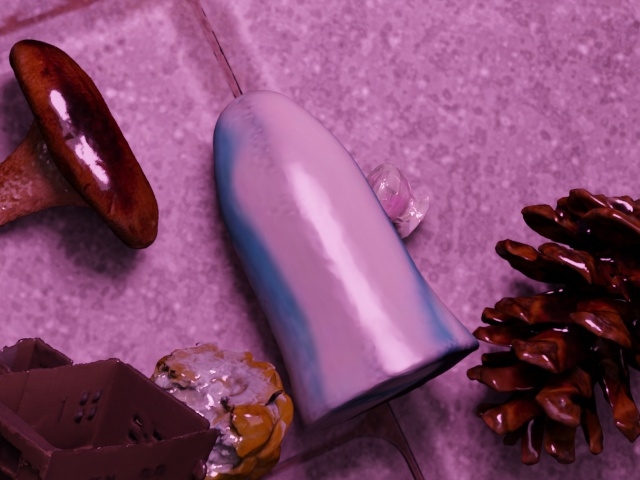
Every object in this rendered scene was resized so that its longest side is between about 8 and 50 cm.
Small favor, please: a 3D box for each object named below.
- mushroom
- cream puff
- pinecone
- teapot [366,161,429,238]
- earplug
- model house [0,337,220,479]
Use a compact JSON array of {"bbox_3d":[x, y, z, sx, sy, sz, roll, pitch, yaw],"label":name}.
[{"bbox_3d":[-0.285,-0.057,1.652,0.218,0.148,0.227,-29,81,-5],"label":"mushroom"},{"bbox_3d":[-0.101,0.175,1.648,0.121,0.156,0.156,1,72,-60],"label":"cream puff"},{"bbox_3d":[0.266,0.077,1.717,0.244,0.244,0.309,31,80,-7],"label":"pinecone"},{"bbox_3d":[0.066,-0.030,1.776,0.064,0.064,0.083,36,102,-13],"label":"teapot"},{"bbox_3d":[0.000,0.000,1.692,0.185,0.185,0.324,-22,78,-20],"label":"earplug"},{"bbox_3d":[-0.253,0.233,1.561,0.211,0.204,0.243,-4,119,-49],"label":"model house"}]
